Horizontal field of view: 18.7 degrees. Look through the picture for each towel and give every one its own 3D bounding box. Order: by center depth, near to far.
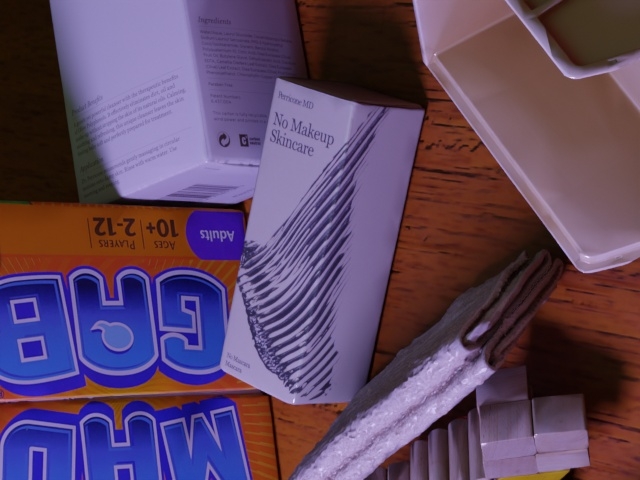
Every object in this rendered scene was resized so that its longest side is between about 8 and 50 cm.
[{"bbox_3d":[0.075,0.119,1.584,0.049,0.187,0.282,46,125,0],"label":"towel"}]

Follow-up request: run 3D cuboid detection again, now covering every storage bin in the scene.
[{"bbox_3d":[0.177,-0.145,1.420,0.260,0.123,0.262,57,171,30],"label":"storage bin"}]

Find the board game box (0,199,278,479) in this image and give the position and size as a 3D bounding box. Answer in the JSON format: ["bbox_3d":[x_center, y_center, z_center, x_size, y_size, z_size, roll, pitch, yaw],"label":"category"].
[{"bbox_3d":[-0.295,0.175,1.837,0.356,0.356,0.356,-17,77,45],"label":"board game box"}]

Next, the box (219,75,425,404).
[{"bbox_3d":[0.000,0.000,1.723,0.113,0.094,0.275,20,104,44],"label":"box"}]

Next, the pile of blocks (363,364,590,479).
[{"bbox_3d":[0.103,0.226,1.620,0.362,0.149,0.113,-41,27,30],"label":"pile of blocks"}]

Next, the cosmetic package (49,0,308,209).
[{"bbox_3d":[-0.140,-0.219,1.831,0.197,0.155,0.366,-18,76,44],"label":"cosmetic package"}]
